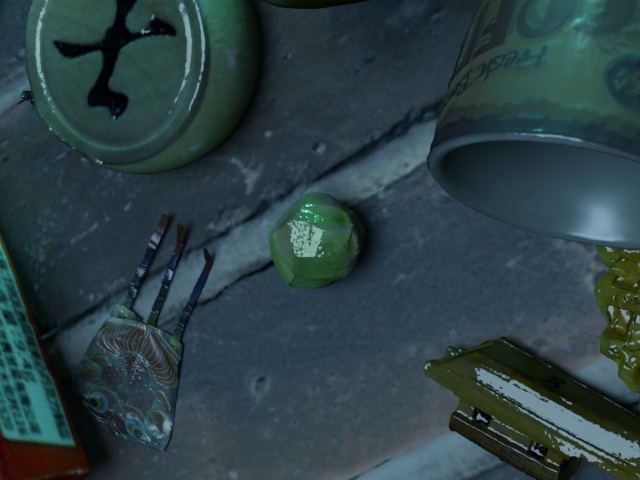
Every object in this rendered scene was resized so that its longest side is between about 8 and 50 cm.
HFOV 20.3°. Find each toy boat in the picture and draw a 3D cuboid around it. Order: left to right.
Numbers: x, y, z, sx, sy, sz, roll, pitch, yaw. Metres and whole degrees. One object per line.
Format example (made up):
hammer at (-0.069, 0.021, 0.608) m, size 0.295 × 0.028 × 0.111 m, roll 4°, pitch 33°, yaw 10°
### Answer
toy boat at (0.187, 0.154, 1.473) m, size 0.226 × 0.068 × 0.088 m, roll 29°, pitch 113°, yaw 22°

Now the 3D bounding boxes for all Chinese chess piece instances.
Chinese chess piece at (-0.165, -0.170, 1.629) m, size 0.238 × 0.092 × 0.238 m, roll 4°, pitch 98°, yaw 30°

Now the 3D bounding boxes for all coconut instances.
coconut at (0.000, 0.000, 1.559) m, size 0.082 × 0.081 × 0.083 m, roll 172°, pitch 95°, yaw -71°

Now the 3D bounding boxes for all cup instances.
cup at (0.202, -0.138, 1.372) m, size 0.301 × 0.227 × 0.257 m, roll -23°, pitch 49°, yaw 63°

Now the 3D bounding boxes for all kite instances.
kite at (-0.159, 0.088, 1.696) m, size 0.127 × 0.016 × 0.229 m, roll 33°, pitch 113°, yaw 20°

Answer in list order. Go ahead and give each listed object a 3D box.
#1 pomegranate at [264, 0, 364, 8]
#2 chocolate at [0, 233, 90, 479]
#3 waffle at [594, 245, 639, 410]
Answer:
pomegranate at (0.012, -0.326, 1.370) m, size 0.291 × 0.323 × 0.291 m, roll 6°, pitch 109°, yaw 18°
chocolate at (-0.418, 0.164, 1.739) m, size 0.341 × 0.161 × 0.360 m, roll -35°, pitch 68°, yaw 27°
waffle at (0.341, 0.056, 1.377) m, size 0.291 × 0.051 × 0.291 m, roll 0°, pitch 90°, yaw 31°
